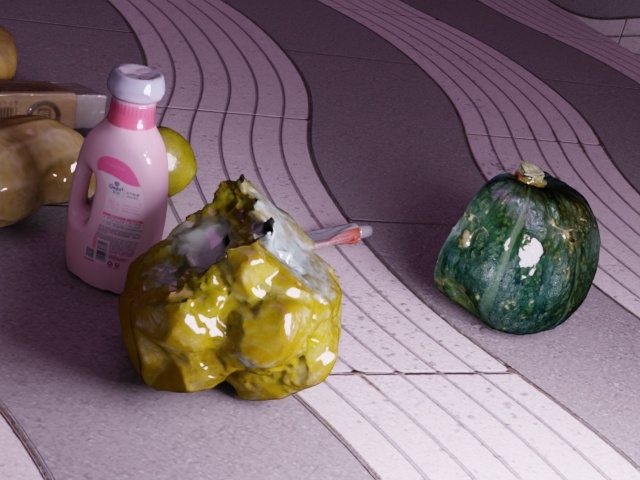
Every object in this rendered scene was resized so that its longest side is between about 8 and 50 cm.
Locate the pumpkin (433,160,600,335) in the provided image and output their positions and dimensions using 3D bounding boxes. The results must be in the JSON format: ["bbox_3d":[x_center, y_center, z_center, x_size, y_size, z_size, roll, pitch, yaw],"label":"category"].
[{"bbox_3d":[0.345,0.027,1.837,0.197,0.264,0.293,35,33,27],"label":"pumpkin"}]

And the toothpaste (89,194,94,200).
[{"bbox_3d":[-0.390,-0.093,1.960,0.247,0.047,0.078,20,27,8],"label":"toothpaste"}]

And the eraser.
[{"bbox_3d":[-0.584,-0.251,2.128,0.343,0.078,0.144,-6,21,-37],"label":"eraser"}]

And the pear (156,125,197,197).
[{"bbox_3d":[-0.290,-0.128,1.999,0.141,0.141,0.104,16,51,5],"label":"pear"}]

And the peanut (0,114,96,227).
[{"bbox_3d":[-0.495,-0.116,1.808,0.174,0.158,0.340,23,32,28],"label":"peanut"}]

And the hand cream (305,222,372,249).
[{"bbox_3d":[0.001,-0.001,1.986,0.216,0.038,0.052,-11,10,-32],"label":"hand cream"}]

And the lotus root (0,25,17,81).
[{"bbox_3d":[-0.684,-0.376,2.292,0.146,0.131,0.303,4,27,-18],"label":"lotus root"}]

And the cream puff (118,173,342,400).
[{"bbox_3d":[-0.115,0.099,1.525,0.274,0.270,0.323,43,18,-20],"label":"cream puff"}]

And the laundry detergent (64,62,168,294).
[{"bbox_3d":[-0.290,-0.090,1.658,0.159,0.335,0.088,21,26,15],"label":"laundry detergent"}]
